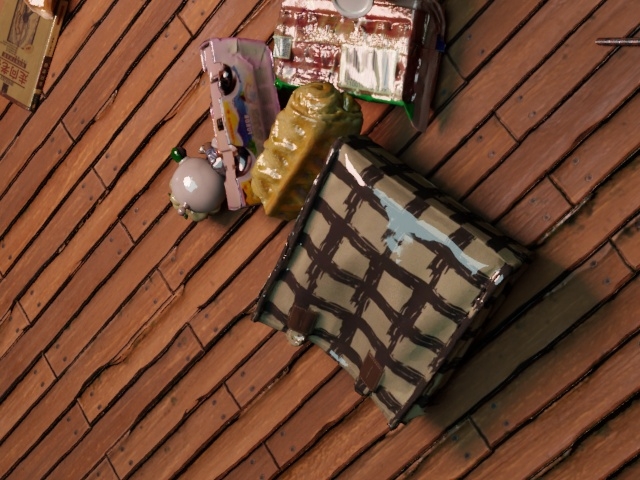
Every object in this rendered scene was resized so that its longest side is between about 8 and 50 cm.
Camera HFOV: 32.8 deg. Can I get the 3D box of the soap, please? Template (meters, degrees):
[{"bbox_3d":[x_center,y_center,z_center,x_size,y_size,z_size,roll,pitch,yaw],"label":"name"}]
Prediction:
[{"bbox_3d":[0.052,-0.293,1.659,0.273,0.098,0.218,14,98,34],"label":"soap"}]

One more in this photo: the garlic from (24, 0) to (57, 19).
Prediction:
[{"bbox_3d":[-0.486,-0.516,2.034,0.198,0.090,0.128,-45,69,-2],"label":"garlic"}]

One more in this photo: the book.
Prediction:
[{"bbox_3d":[-0.585,-0.389,2.135,0.161,0.026,0.231,30,107,30],"label":"book"}]

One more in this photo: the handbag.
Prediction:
[{"bbox_3d":[0.094,0.062,1.588,0.325,0.162,0.327,38,112,19],"label":"handbag"}]

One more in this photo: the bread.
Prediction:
[{"bbox_3d":[-0.022,-0.129,1.645,0.088,0.128,0.232,-92,24,-52],"label":"bread"}]

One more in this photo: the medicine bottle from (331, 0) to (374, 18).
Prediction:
[{"bbox_3d":[0.063,-0.404,1.584,0.074,0.218,0.074,7,131,8],"label":"medicine bottle"}]

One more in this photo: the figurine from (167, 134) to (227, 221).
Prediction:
[{"bbox_3d":[-0.183,-0.122,1.825,0.147,0.093,0.197,32,82,-1],"label":"figurine"}]

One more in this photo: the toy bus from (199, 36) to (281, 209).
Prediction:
[{"bbox_3d":[-0.122,-0.190,1.749,0.090,0.112,0.274,179,80,-70],"label":"toy bus"}]

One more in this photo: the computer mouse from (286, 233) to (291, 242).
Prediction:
[{"bbox_3d":[0.000,0.000,1.728,0.135,0.047,0.079,-44,82,21],"label":"computer mouse"}]

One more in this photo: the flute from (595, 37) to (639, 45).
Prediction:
[{"bbox_3d":[0.489,-0.258,1.412,0.269,0.014,0.014,8,95,34],"label":"flute"}]
